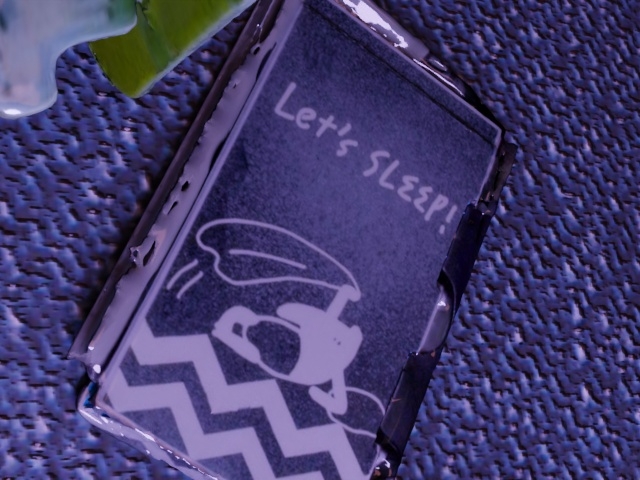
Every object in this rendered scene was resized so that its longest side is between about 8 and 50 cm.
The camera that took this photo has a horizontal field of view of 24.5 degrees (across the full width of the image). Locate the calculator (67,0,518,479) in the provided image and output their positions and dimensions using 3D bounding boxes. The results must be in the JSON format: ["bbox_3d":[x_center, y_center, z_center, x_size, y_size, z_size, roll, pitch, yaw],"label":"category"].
[{"bbox_3d":[0.000,0.000,0.696,0.166,0.028,0.274,37,55,-18],"label":"calculator"}]

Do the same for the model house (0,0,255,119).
[{"bbox_3d":[-0.218,-0.164,0.502,0.313,0.242,0.357,-25,93,-22],"label":"model house"}]
